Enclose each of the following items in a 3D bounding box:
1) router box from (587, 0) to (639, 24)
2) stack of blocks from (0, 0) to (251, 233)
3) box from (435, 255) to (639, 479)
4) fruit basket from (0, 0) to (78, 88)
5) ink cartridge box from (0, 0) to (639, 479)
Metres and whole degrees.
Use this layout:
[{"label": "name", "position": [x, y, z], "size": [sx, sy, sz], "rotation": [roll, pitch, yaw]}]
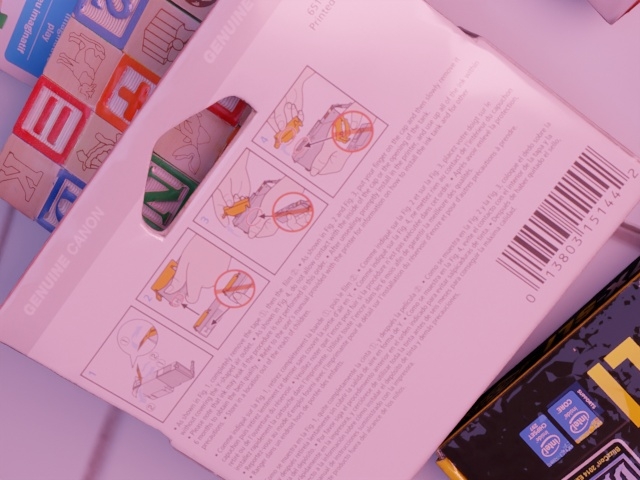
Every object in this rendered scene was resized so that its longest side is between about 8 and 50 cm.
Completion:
[{"label": "router box", "position": [0.129, -0.321, 0.524], "size": [0.335, 0.082, 0.301], "rotation": [49, 149, 4]}, {"label": "stack of blocks", "position": [-0.062, -0.115, 0.702], "size": [0.171, 0.087, 0.297], "rotation": [34, 106, 9]}, {"label": "box", "position": [0.268, 0.111, 0.644], "size": [0.322, 0.079, 0.257], "rotation": [-44, 83, 18]}, {"label": "fruit basket", "position": [-0.258, -0.310, 0.693], "size": [0.353, 0.165, 0.327], "rotation": [31, 106, 7]}, {"label": "ink cartridge box", "position": [0.000, 0.000, 0.649], "size": [0.261, 0.066, 0.296], "rotation": [35, 100, -14]}]
